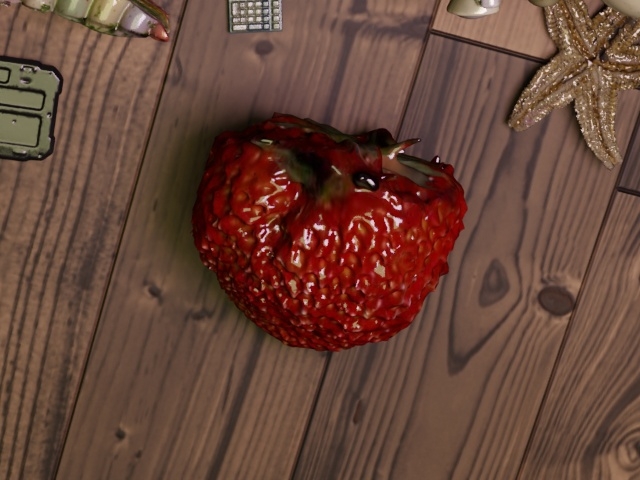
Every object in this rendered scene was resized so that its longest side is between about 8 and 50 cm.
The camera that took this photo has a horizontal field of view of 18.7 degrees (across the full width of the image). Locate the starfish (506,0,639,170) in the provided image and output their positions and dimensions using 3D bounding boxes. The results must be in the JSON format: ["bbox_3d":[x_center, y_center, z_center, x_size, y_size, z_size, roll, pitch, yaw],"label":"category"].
[{"bbox_3d":[0.287,-0.194,2.002,0.227,0.043,0.240,-23,106,-5],"label":"starfish"}]

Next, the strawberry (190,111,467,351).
[{"bbox_3d":[0.003,0.000,1.906,0.261,0.261,0.258,15,99,-14],"label":"strawberry"}]

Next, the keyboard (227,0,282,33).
[{"bbox_3d":[-0.066,-0.293,1.923,0.055,0.014,0.176,-3,107,-6],"label":"keyboard"}]

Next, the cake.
[{"bbox_3d":[-0.240,-0.257,1.851,0.225,0.109,0.090,16,104,-14],"label":"cake"}]

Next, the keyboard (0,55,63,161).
[{"bbox_3d":[-0.388,-0.142,1.908,0.262,0.016,0.106,7,106,-13],"label":"keyboard"}]

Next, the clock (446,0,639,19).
[{"bbox_3d":[0.207,-0.350,1.781,0.276,0.120,0.379,-26,108,-9],"label":"clock"}]
